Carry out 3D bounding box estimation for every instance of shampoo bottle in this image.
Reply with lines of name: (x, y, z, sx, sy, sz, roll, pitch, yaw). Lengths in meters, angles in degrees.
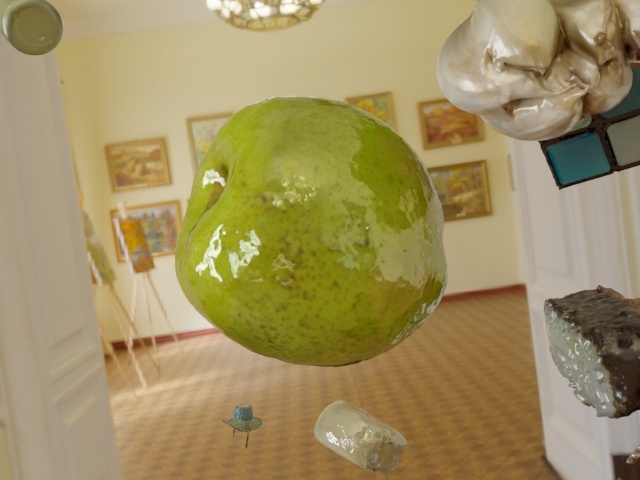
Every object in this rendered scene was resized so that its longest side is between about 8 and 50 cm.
shampoo bottle: (-0.425, -0.318, 0.995, 0.079, 0.079, 0.162, -10, 28, -29)

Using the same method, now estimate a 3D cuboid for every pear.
pear: (0.000, 0.000, 0.957, 0.391, 0.390, 0.391, -8, 3, 0)

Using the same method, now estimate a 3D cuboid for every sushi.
sushi: (0.538, 0.201, 1.287, 0.182, 0.196, 0.343, -7, 10, 1)

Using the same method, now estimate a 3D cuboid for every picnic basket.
picnic basket: (-0.163, 0.380, 1.432, 0.083, 0.083, 0.065, 2, 3, -37)

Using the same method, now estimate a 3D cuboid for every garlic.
garlic: (0.281, -0.210, 0.817, 0.281, 0.184, 0.203, -10, 37, -4)

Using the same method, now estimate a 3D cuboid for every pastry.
pastry: (0.111, 0.534, 1.885, 0.265, 0.133, 0.265, 29, -10, 5)

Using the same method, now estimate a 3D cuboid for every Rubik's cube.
Rubik's cube: (0.393, -0.211, 1.002, 0.167, 0.183, 0.180, -18, 35, 28)

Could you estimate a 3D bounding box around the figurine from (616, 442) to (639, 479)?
figurine: (0.787, 0.551, 1.355, 0.387, 0.400, 0.268, 39, 21, 34)
